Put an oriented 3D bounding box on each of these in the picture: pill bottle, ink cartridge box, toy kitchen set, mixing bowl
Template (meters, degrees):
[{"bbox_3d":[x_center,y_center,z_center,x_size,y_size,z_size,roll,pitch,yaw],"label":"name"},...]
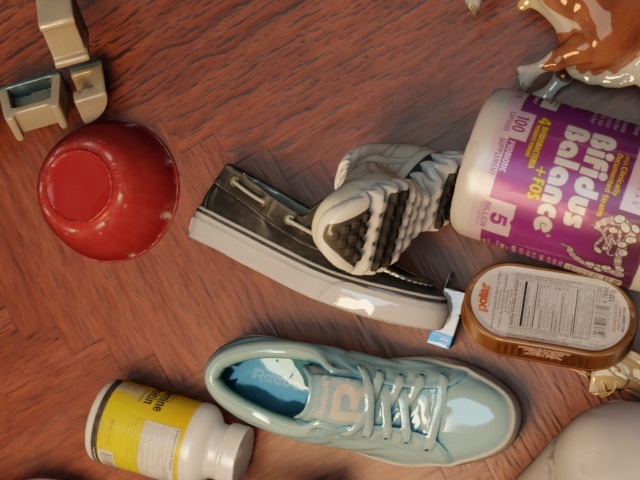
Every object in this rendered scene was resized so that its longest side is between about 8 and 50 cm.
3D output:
[{"bbox_3d":[-0.177,0.234,1.364,0.184,0.103,0.103,13,92,13],"label":"pill bottle"},{"bbox_3d":[0.149,0.080,1.315,0.028,0.048,0.083,18,94,11],"label":"ink cartridge box"},{"bbox_3d":[0.303,-0.044,1.219,0.301,0.169,0.169,18,93,13],"label":"pill bottle"},{"bbox_3d":[-0.376,-0.220,1.383,0.207,0.166,0.122,-16,50,-2],"label":"toy kitchen set"},{"bbox_3d":[-0.274,-0.063,1.393,0.181,0.098,0.182,0,89,14],"label":"mixing bowl"}]

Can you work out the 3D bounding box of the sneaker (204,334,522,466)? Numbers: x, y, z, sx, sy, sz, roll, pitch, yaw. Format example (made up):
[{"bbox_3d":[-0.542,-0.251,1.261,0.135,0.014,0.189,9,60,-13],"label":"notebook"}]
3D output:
[{"bbox_3d":[0.039,0.187,1.289,0.365,0.150,0.135,6,92,13],"label":"sneaker"}]

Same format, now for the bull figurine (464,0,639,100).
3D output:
[{"bbox_3d":[0.280,-0.251,1.261,0.188,0.101,0.310,-34,82,13],"label":"bull figurine"}]

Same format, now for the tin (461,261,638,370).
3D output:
[{"bbox_3d":[0.248,0.079,1.250,0.189,0.040,0.106,9,54,10],"label":"tin"}]

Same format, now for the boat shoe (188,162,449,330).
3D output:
[{"bbox_3d":[0.000,0.000,1.304,0.335,0.121,0.119,22,94,21],"label":"boat shoe"}]

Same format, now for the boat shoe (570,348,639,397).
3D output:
[{"bbox_3d":[0.310,0.143,1.263,0.170,0.063,0.059,32,70,20],"label":"boat shoe"}]

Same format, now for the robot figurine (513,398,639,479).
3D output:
[{"bbox_3d":[0.282,0.298,1.161,0.199,0.300,0.353,22,130,-11],"label":"robot figurine"}]

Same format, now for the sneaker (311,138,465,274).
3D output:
[{"bbox_3d":[0.057,-0.046,1.229,0.118,0.292,0.110,27,115,20],"label":"sneaker"}]

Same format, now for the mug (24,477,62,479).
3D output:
[{"bbox_3d":[-0.372,0.457,1.345,0.328,0.276,0.374,33,67,1],"label":"mug"}]
